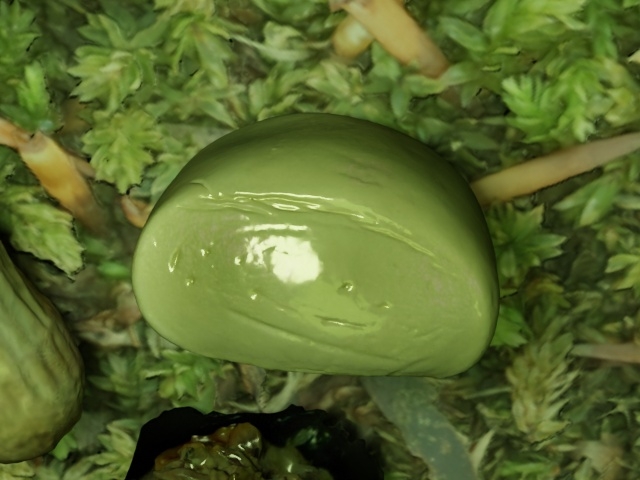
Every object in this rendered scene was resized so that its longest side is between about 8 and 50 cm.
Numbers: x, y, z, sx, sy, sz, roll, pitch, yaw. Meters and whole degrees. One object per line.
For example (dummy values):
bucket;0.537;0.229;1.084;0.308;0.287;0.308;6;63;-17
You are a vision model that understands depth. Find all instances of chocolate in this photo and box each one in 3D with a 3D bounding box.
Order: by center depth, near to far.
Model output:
chocolate;-0.273;0.034;1.392;0.134;0.134;0.309;-28;116;14

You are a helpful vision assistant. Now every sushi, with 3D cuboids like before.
sushi;-0.060;0.253;1.455;0.238;0.219;0.225;-27;111;13

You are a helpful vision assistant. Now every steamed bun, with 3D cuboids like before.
steamed bun;0.000;0.000;1.331;0.250;0.200;0.154;4;104;4
